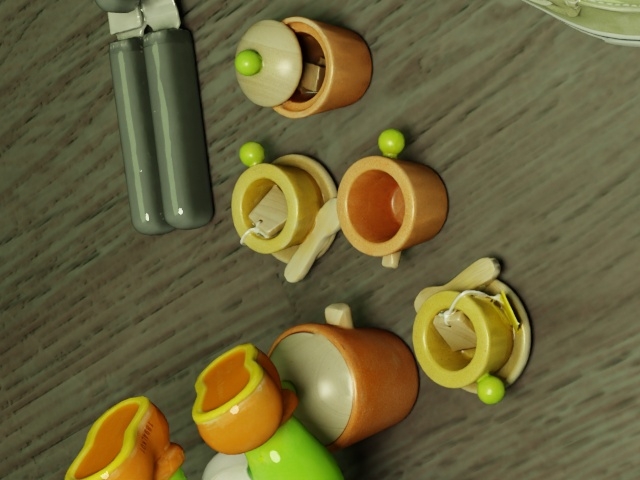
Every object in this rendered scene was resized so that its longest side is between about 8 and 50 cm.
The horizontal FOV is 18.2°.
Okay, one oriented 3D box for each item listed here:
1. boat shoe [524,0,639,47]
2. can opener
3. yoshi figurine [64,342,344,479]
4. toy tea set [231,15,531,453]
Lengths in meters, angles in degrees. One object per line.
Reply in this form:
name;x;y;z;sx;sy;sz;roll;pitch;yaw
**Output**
boat shoe;0.149;-0.195;1.328;0.302;0.094;0.109;20;106;38
can opener;-0.147;-0.143;1.599;0.074;0.093;0.280;-8;92;40
yoshi figurine;-0.017;0.267;1.366;0.203;0.203;0.362;-1;126;53
toy tea set;0.000;0.000;1.452;0.200;0.124;0.336;-40;68;36
